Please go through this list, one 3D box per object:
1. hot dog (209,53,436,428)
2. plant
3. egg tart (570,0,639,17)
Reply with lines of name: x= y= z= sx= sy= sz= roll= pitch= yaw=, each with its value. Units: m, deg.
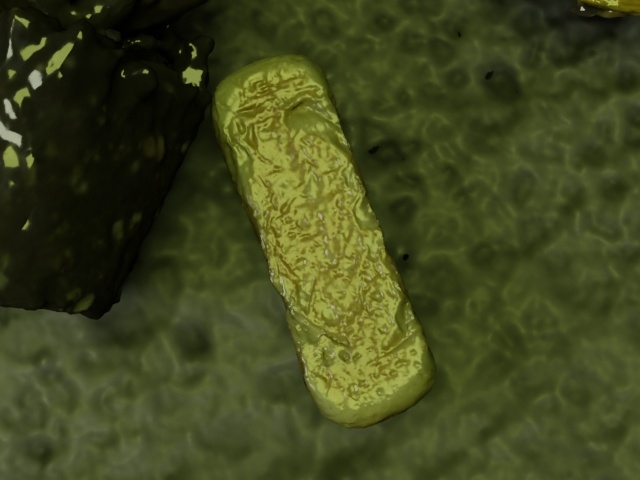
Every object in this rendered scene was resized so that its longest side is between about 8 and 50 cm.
hot dog: x=0.000 y=0.000 z=0.637 sx=0.084 sy=0.073 sz=0.243 roll=-22 pitch=80 yaw=-2
plant: x=-0.154 y=-0.122 z=0.603 sx=0.181 sy=0.194 sz=0.321 roll=18 pitch=91 yaw=20
egg tart: x=0.228 y=-0.266 z=0.663 sx=0.293 sy=0.123 sz=0.294 roll=0 pitch=84 yaw=1
